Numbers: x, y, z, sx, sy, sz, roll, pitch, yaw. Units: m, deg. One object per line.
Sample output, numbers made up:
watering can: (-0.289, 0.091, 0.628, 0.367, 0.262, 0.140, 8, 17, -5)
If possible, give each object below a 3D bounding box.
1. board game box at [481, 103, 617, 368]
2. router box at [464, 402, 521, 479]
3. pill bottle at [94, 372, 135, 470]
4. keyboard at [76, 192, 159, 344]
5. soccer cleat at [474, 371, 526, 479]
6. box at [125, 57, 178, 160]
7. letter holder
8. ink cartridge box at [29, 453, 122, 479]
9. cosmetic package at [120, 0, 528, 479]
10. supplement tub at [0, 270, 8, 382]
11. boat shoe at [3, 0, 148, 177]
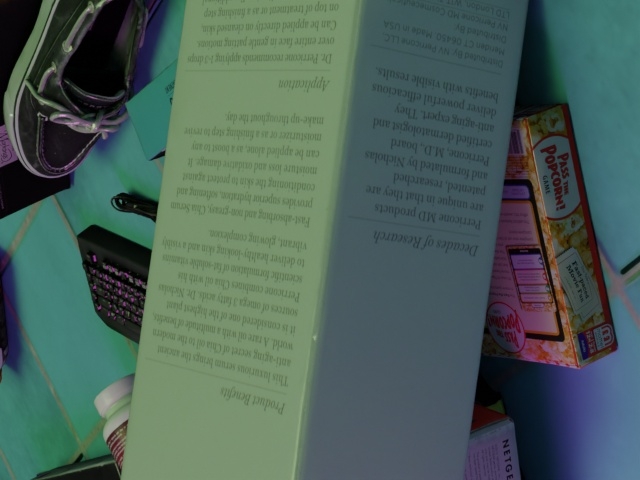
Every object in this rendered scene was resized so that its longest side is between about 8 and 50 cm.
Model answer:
board game box: (0.143, -0.004, 1.330, 0.146, 0.045, 0.194, 4, 111, 54)
router box: (0.057, 0.276, 1.466, 0.301, 0.082, 0.336, 17, 121, 55)
pill bottle: (-0.182, 0.223, 1.886, 0.152, 0.086, 0.086, 57, 145, 17)
keyboard: (-0.166, 0.044, 1.816, 0.317, 0.033, 0.202, 21, 124, 48)
soccer cleat: (0.133, 0.167, 1.428, 0.179, 0.060, 0.072, 64, 145, 13)
box: (-0.073, -0.145, 1.515, 0.244, 0.100, 0.060, -29, 82, 56)
letter holder: (-0.395, -0.192, 1.857, 0.214, 0.152, 0.302, 48, 153, 31)
ink cartridge box: (-0.268, 0.355, 2.110, 0.371, 0.069, 0.176, -23, 89, 59)
cosmetic package: (0.000, 0.000, 1.286, 0.230, 0.161, 0.453, 8, 90, 54)
supplement tub: (-0.454, 0.099, 2.182, 0.117, 0.117, 0.190, 31, 132, 44)
boat shoe: (-0.234, -0.156, 1.729, 0.306, 0.113, 0.105, -60, 43, 40)
